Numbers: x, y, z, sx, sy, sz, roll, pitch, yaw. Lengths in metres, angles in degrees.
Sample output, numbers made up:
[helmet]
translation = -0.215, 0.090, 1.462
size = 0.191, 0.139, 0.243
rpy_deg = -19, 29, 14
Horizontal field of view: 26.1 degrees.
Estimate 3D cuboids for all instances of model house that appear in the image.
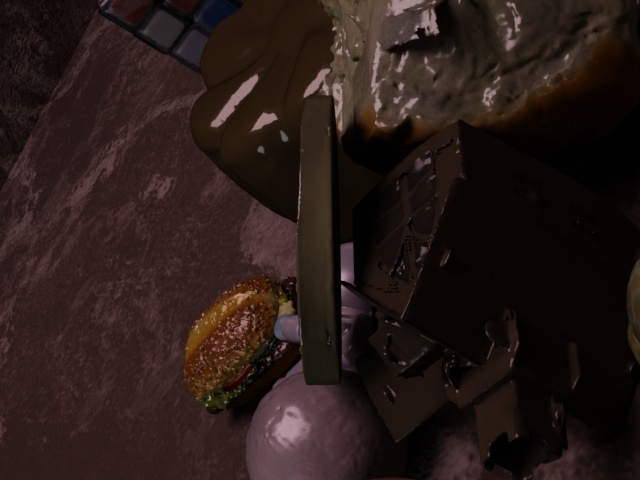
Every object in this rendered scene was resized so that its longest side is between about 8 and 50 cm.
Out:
[model house]
translation = 0.120, 0.080, 1.025
size = 0.204, 0.211, 0.243
rpy_deg = -45, 29, 33

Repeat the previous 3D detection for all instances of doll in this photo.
[doll]
translation = 0.022, 0.116, 1.255
size = 0.151, 0.151, 0.287
rpy_deg = -34, 33, 44

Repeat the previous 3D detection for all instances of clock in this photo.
[clock]
translation = 0.000, 0.000, 1.120
size = 0.235, 0.029, 0.235
rpy_deg = -1, -90, -88

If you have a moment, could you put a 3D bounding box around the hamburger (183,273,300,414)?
[hamburger]
translation = -0.088, 0.111, 1.520
size = 0.166, 0.087, 0.137
rpy_deg = -43, 30, 31

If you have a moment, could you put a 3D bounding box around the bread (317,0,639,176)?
[bread]
translation = 0.126, -0.161, 1.171
size = 0.279, 0.250, 0.225
rpy_deg = -158, 59, -84

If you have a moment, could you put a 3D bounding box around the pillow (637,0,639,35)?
[pillow]
translation = 0.277, -0.286, 1.311
size = 0.208, 0.052, 0.212
rpy_deg = 14, 77, 61

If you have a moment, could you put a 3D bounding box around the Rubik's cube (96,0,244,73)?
[Rubik's cube]
translation = -0.124, -0.402, 1.907
size = 0.287, 0.292, 0.293
rpy_deg = -52, 28, 17

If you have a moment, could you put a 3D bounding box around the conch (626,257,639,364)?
[conch]
translation = 0.270, 0.041, 0.920
size = 0.173, 0.106, 0.116
rpy_deg = -23, 17, 25

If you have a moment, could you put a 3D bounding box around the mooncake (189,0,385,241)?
[mooncake]
translation = 0.024, -0.198, 1.515
size = 0.378, 0.201, 0.378
rpy_deg = -42, 31, 33

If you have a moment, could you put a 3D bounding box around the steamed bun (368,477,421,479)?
[steamed bun]
translation = 0.064, 0.260, 1.069
size = 0.175, 0.106, 0.145
rpy_deg = 5, 61, 48
